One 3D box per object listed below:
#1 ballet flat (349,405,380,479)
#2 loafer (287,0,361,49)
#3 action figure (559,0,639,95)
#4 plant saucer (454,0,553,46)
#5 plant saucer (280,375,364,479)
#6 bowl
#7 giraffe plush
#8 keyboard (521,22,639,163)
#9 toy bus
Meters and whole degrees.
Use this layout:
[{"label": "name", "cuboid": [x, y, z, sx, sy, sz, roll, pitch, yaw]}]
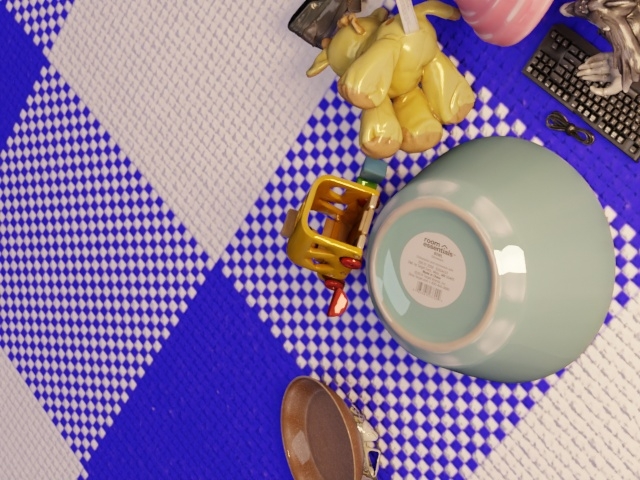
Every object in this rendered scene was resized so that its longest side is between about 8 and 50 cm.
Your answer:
[{"label": "ballet flat", "cuboid": [0.062, 0.283, 1.587, 0.041, 0.041, 0.114, -5, 93, 39]}, {"label": "loafer", "cuboid": [0.032, -0.326, 1.526, 0.061, 0.062, 0.170, 39, 118, -16]}, {"label": "action figure", "cuboid": [0.311, -0.229, 1.167, 0.141, 0.276, 0.164, -4, 94, 41]}, {"label": "plant saucer", "cuboid": [0.204, -0.378, 1.228, 0.332, 0.084, 0.332, -168, 90, -80]}, {"label": "plant saucer", "cuboid": [0.008, 0.282, 1.596, 0.199, 0.036, 0.198, 23, 117, 56]}, {"label": "bowl", "cuboid": [0.177, 0.034, 1.381, 0.312, 0.163, 0.311, 6, 100, 37]}, {"label": "giraffe plush", "cuboid": [0.071, -0.220, 1.448, 0.170, 0.181, 0.210, 23, 123, 57]}, {"label": "keyboard", "cuboid": [0.311, -0.162, 1.338, 0.180, 0.023, 0.108, 45, 121, 26]}, {"label": "toy bus", "cuboid": [0.004, -0.009, 1.480, 0.104, 0.191, 0.202, 19, 113, -6]}]
